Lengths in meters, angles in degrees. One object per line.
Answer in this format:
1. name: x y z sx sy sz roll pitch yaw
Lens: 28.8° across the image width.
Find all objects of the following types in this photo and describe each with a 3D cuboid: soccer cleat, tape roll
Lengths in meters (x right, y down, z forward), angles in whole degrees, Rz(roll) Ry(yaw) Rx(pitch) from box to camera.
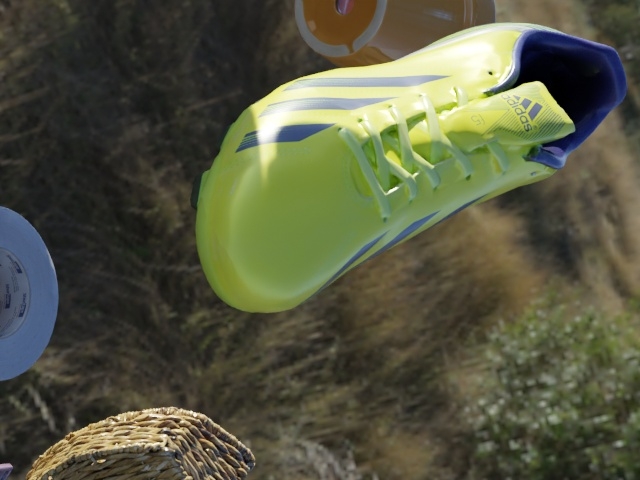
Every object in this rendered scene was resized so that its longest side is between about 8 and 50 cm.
1. soccer cleat: 0.053 -0.049 0.610 0.289 0.121 0.093 -31 111 -46
2. tape roll: -0.427 0.067 1.552 0.219 0.072 0.219 16 71 -58

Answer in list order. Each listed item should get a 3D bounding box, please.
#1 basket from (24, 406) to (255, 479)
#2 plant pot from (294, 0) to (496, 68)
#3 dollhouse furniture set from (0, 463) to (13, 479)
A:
1. basket: -0.283 0.348 1.831 0.213 0.299 0.223 60 20 -14
2. plant pot: 0.073 -0.267 1.473 0.188 0.205 0.205 0 74 -55
3. dollhouse furniture set: -0.313 0.269 1.148 0.081 0.091 0.114 36 7 20
